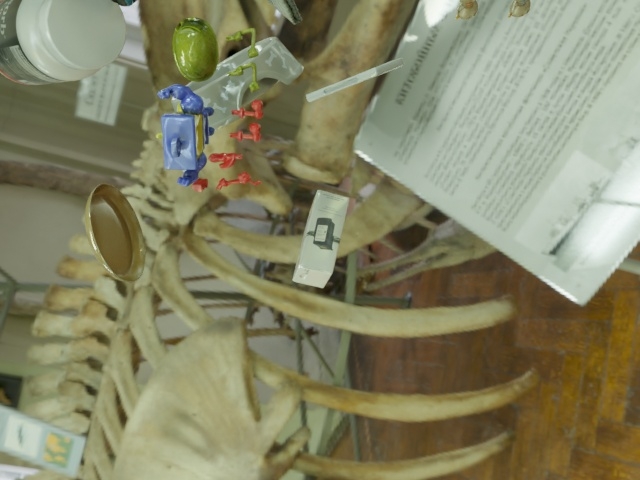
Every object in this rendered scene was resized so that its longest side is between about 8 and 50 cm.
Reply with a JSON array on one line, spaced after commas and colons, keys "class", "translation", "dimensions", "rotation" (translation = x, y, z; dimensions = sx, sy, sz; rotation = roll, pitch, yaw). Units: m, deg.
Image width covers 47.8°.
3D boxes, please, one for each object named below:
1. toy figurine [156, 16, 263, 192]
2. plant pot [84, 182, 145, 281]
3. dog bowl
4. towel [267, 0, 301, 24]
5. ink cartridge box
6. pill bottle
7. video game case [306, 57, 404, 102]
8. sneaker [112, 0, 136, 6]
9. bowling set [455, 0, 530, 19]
[{"class": "toy figurine", "translation": [-0.233, -0.234, 1.422], "dimensions": [0.217, 0.191, 0.363], "rotation": [-64, -21, -62]}, {"class": "plant pot", "translation": [-0.477, -0.014, 1.666], "dimensions": [0.236, 0.032, 0.236], "rotation": [-17, -90, -78]}, {"class": "dog bowl", "translation": [-0.216, -0.385, 1.792], "dimensions": [0.348, 0.102, 0.349], "rotation": [-27, 21, 11]}, {"class": "towel", "translation": [-0.196, -0.723, 1.853], "dimensions": [0.056, 0.324, 0.312], "rotation": [-41, 64, 1]}, {"class": "ink cartridge box", "translation": [0.000, 0.000, 2.087], "dimensions": [0.172, 0.100, 0.237], "rotation": [115, 170, -70]}, {"class": "pill bottle", "translation": [-0.585, -0.455, 1.591], "dimensions": [0.362, 0.210, 0.210], "rotation": [10, 85, 48]}, {"class": "video game case", "translation": [0.089, -0.398, 1.788], "dimensions": [0.193, 0.023, 0.212], "rotation": [-15, 13, 28]}, {"class": "sneaker", "translation": [-0.455, -0.608, 1.377], "dimensions": [0.125, 0.139, 0.341], "rotation": [-60, -41, -40]}, {"class": "bowling set", "translation": [0.430, -0.537, 1.505], "dimensions": [0.287, 0.200, 0.154], "rotation": [-48, -13, 0]}]
